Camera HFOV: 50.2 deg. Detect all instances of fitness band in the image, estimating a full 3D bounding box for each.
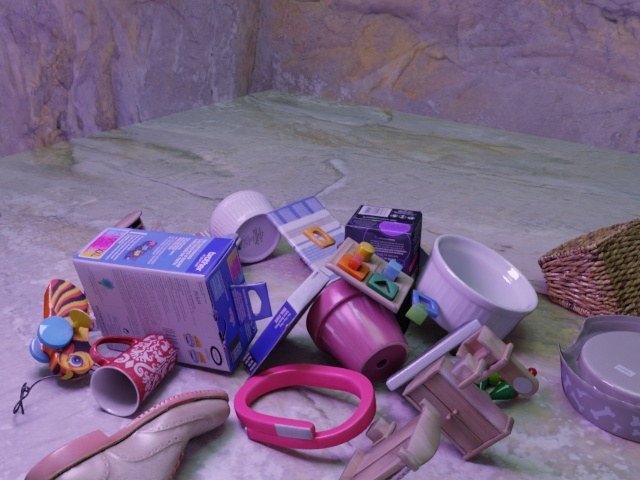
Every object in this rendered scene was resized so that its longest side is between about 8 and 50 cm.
[{"bbox_3d":[-0.032,0.320,1.342,0.290,0.054,0.209,2,23,31],"label":"fitness band"}]

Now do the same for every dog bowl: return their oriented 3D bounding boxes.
[{"bbox_3d":[0.664,0.285,1.410,0.348,0.102,0.349,0,24,0],"label":"dog bowl"}]

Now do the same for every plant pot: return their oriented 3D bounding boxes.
[{"bbox_3d":[0.094,0.205,1.490,0.201,0.201,0.180,-13,43,-26],"label":"plant pot"}]

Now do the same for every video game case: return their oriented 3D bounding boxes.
[{"bbox_3d":[0.224,0.229,1.375,0.212,0.023,0.193,-35,-10,0],"label":"video game case"}]

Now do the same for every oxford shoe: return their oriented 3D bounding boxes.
[{"bbox_3d":[-0.300,0.384,1.196,0.397,0.140,0.146,-19,61,-45],"label":"oxford shoe"}]

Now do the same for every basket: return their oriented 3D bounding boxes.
[{"bbox_3d":[0.743,0.098,1.830,0.299,0.223,0.213,-21,-1,-38],"label":"basket"}]

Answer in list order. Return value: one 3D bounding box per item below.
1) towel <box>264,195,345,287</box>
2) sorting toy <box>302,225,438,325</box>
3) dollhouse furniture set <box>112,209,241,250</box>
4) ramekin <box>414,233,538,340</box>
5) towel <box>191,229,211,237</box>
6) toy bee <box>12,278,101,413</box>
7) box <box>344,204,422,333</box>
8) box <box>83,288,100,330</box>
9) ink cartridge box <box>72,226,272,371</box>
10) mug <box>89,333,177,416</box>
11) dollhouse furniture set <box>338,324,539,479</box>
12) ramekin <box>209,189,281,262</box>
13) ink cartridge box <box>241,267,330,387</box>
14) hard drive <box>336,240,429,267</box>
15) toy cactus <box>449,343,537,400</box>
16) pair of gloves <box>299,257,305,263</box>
[{"bbox_3d":[0.000,0.000,1.924,0.209,0.034,0.285,-24,64,-43],"label":"towel"},{"bbox_3d":[0.114,0.061,1.485,0.347,0.047,0.196,33,24,5],"label":"sorting toy"},{"bbox_3d":[-0.355,-0.017,1.823,0.303,0.198,0.286,-16,20,18],"label":"dollhouse furniture set"},{"bbox_3d":[0.359,0.121,1.622,0.277,0.135,0.277,23,28,-13],"label":"ramekin"},{"bbox_3d":[-0.286,-0.005,2.123,0.197,0.029,0.144,-16,29,-25],"label":"towel"},{"bbox_3d":[-0.541,0.237,1.473,0.162,0.299,0.195,19,-21,-26],"label":"toy bee"},{"bbox_3d":[0.152,0.068,1.671,0.165,0.271,0.143,8,26,16],"label":"box"},{"bbox_3d":[-0.545,0.158,1.748,0.114,0.036,0.207,-7,26,-16],"label":"box"},{"bbox_3d":[-0.307,0.129,1.501,0.395,0.270,0.151,7,37,22],"label":"ink cartridge box"},{"bbox_3d":[-0.384,0.254,1.418,0.113,0.150,0.169,-11,14,23],"label":"mug"},{"bbox_3d":[0.194,0.357,1.110,0.174,0.303,0.355,43,35,2],"label":"dollhouse furniture set"},{"bbox_3d":[-0.207,-0.032,1.980,0.207,0.207,0.109,-14,39,-29],"label":"ramekin"},{"bbox_3d":[-0.088,0.187,1.488,0.045,0.223,0.224,38,32,4],"label":"ink cartridge box"},{"bbox_3d":[0.174,0.046,1.906,0.254,0.054,0.172,-19,59,-40],"label":"hard drive"},{"bbox_3d":[0.334,0.296,1.403,0.218,0.112,0.180,13,36,7],"label":"toy cactus"},{"bbox_3d":[0.042,0.050,2.007,0.198,0.023,0.159,15,26,19],"label":"pair of gloves"}]
